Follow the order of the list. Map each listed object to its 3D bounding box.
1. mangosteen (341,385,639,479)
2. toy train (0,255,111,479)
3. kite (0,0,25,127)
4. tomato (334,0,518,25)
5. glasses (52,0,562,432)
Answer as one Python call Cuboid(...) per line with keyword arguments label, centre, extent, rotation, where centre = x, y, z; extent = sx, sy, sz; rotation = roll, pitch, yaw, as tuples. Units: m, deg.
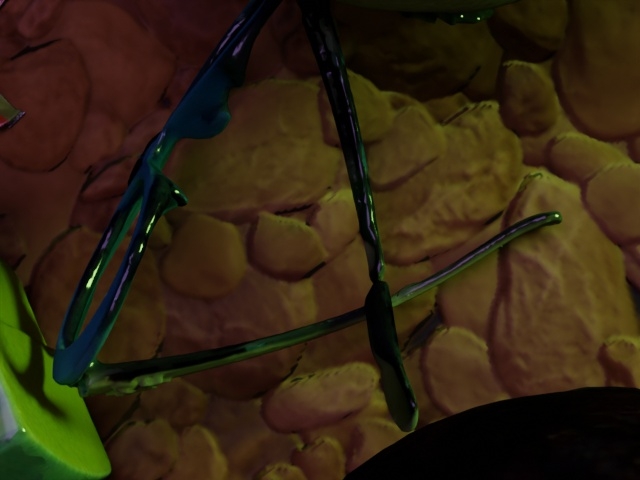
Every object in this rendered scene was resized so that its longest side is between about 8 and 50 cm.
Cuboid(label="mangosteen", centre=(0.086, 0.190, 0.428), extent=(0.311, 0.311, 0.311), rotation=(-5, 67, 11))
Cuboid(label="toy train", centre=(-0.307, 0.085, 0.659), extent=(0.369, 0.150, 0.237), rotation=(-28, 70, 2))
Cuboid(label="kite", centre=(-0.224, -0.121, 0.793), extent=(0.183, 0.014, 0.241), rotation=(39, 79, 24))
Cuboid(label="tomato", centre=(0.064, -0.231, 0.622), extent=(0.303, 0.303, 0.239), rotation=(-33, 89, -2))
Cuboid(label="glasses", centre=(-0.004, -0.018, 0.640), extent=(0.207, 0.102, 0.239), rotation=(15, 64, 17))
